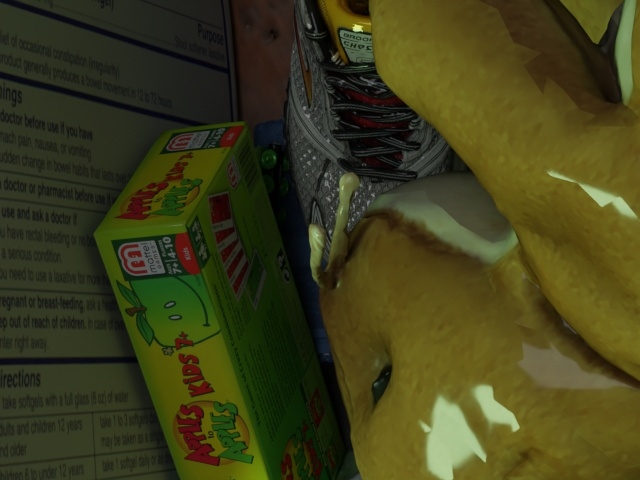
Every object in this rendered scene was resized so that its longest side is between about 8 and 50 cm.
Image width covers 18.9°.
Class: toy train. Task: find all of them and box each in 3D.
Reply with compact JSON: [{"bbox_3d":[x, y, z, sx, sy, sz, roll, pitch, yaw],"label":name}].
[{"bbox_3d":[-0.030,-0.005,0.905,0.024,0.017,0.083,6,90,34],"label":"toy train"}]

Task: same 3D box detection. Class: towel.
[{"bbox_3d":[0.000,0.000,0.918,0.067,0.029,0.119,-3,87,22],"label":"towel"}]

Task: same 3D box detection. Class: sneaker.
[{"bbox_3d":[0.018,-0.081,0.833,0.088,0.093,0.225,2,111,10],"label":"sneaker"}]

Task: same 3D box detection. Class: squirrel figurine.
[{"bbox_3d":[0.177,0.027,0.701,0.397,0.281,0.370,41,121,9],"label":"squirrel figurine"}]

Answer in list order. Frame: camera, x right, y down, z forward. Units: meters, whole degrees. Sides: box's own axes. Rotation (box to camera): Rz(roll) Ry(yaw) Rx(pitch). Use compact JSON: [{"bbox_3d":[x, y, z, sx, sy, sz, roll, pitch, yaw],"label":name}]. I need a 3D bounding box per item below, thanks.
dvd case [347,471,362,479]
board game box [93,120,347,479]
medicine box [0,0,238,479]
[{"bbox_3d":[0.033,0.225,0.866,0.164,0.018,0.221,-37,65,5],"label":"dvd case"},{"bbox_3d":[-0.040,0.049,0.851,0.043,0.092,0.181,-6,119,20],"label":"board game box"},{"bbox_3d":[-0.149,0.009,0.850,0.149,0.263,0.289,-6,85,21],"label":"medicine box"}]
